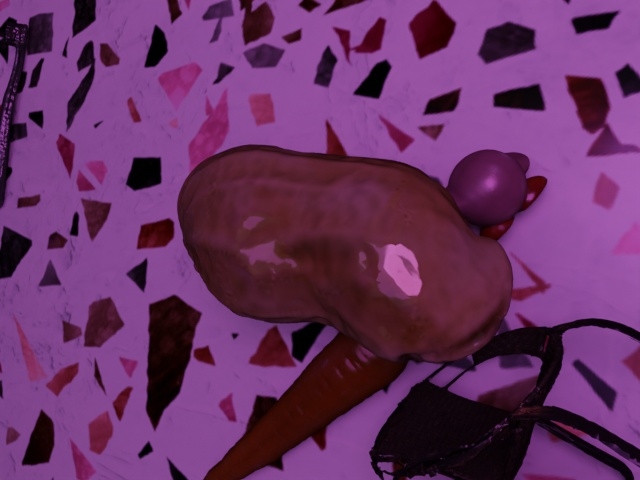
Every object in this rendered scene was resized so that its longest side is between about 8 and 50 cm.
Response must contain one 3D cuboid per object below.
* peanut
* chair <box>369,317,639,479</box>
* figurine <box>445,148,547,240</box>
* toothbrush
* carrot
[{"bbox_3d":[0.003,-0.004,0.486,0.339,0.174,0.158,6,110,31],"label":"peanut"},{"bbox_3d":[0.146,0.136,0.409,0.213,0.174,0.149,15,122,29],"label":"chair"},{"bbox_3d":[0.150,-0.047,0.480,0.071,0.067,0.083,42,89,4],"label":"figurine"},{"bbox_3d":[-0.494,-0.195,0.853,0.030,0.030,0.298,8,91,54],"label":"toothbrush"},{"bbox_3d":[-0.016,0.173,0.551,0.336,0.069,0.069,-46,67,20],"label":"carrot"}]
